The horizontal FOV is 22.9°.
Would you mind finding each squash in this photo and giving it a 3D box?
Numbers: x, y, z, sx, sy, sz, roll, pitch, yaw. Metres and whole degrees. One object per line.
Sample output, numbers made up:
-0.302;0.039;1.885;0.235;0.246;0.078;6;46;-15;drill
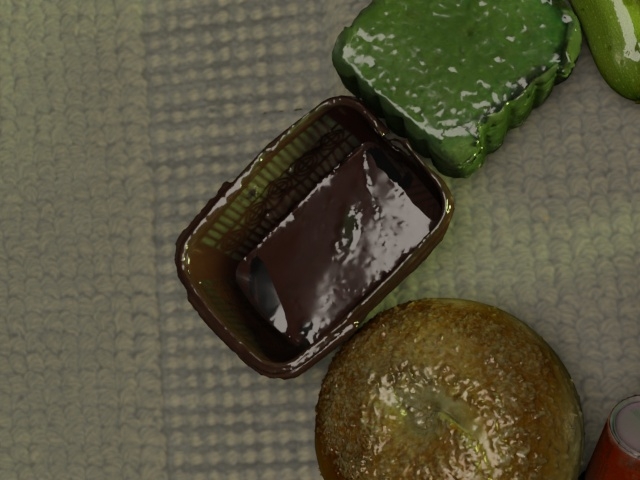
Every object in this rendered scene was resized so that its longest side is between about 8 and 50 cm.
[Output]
0.325;-0.239;1.706;0.095;0.095;0.188;-23;85;12;squash

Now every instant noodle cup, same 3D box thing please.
0.329;0.233;1.619;0.127;0.135;0.127;1;44;-1;instant noodle cup

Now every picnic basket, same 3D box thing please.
0.000;0.000;1.747;0.297;0.129;0.222;-44;76;7;picnic basket

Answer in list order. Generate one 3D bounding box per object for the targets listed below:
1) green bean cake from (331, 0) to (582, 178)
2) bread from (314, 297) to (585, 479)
0.154;-0.206;1.720;0.222;0.125;0.227;42;89;14;green bean cake
0.127;0.197;1.660;0.306;0.159;0.305;-8;69;22;bread
